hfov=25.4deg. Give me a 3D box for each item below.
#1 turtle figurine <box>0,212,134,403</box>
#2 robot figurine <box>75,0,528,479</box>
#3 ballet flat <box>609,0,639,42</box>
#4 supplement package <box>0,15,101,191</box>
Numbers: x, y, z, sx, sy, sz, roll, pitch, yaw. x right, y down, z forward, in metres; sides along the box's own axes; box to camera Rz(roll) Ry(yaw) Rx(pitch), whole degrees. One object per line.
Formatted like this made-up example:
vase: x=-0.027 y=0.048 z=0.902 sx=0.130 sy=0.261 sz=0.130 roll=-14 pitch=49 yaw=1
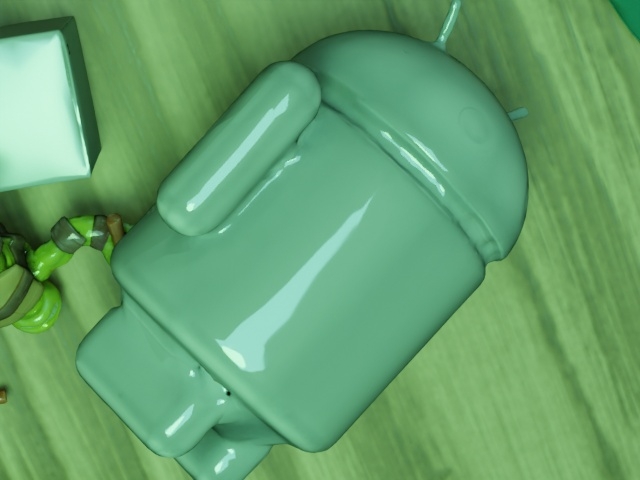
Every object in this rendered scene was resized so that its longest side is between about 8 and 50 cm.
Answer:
turtle figurine: x=-0.223 y=0.022 z=0.986 sx=0.269 sy=0.217 sz=0.087 roll=-34 pitch=70 yaw=4
robot figurine: x=0.000 y=0.000 z=0.963 sx=0.353 sy=0.200 sz=0.300 roll=-46 pitch=148 yaw=-6
ballet flat: x=0.277 y=-0.152 z=1.041 sx=0.073 sy=0.080 sz=0.232 roll=-41 pitch=108 yaw=-23
supplement package: x=-0.252 y=-0.088 z=0.985 sx=0.179 sy=0.105 sz=0.105 roll=-9 pitch=104 yaw=-2
